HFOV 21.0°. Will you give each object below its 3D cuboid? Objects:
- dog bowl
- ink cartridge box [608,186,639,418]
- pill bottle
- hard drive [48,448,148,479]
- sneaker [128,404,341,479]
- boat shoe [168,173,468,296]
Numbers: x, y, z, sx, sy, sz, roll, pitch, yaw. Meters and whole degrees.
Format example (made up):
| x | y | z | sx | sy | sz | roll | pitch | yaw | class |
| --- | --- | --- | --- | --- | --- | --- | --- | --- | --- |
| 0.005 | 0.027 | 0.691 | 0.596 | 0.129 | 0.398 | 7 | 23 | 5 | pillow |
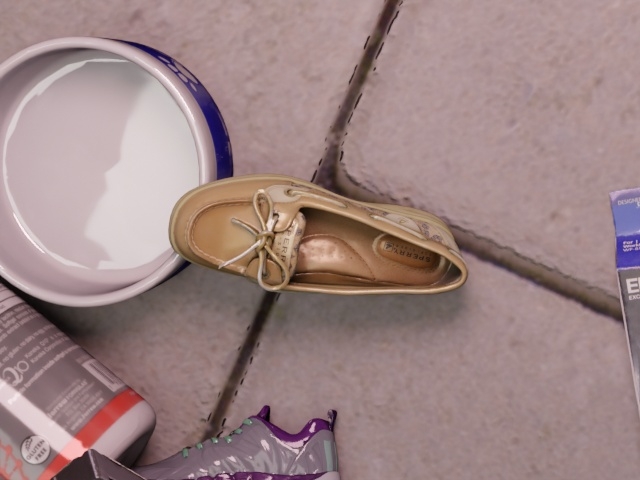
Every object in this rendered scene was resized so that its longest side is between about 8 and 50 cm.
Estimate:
| x | y | z | sx | sy | sz | roll | pitch | yaw | class |
| --- | --- | --- | --- | --- | --- | --- | --- | --- | --- |
| -0.224 | -0.070 | 1.719 | 0.265 | 0.104 | 0.264 | 1 | 97 | 12 | dog bowl |
| 0.375 | 0.105 | 1.631 | 0.165 | 0.065 | 0.332 | -10 | 93 | 14 | ink cartridge box |
| -0.362 | 0.141 | 1.720 | 0.363 | 0.210 | 0.210 | 38 | 103 | 6 | pill bottle |
| -0.256 | 0.361 | 1.640 | 0.339 | 0.064 | 0.237 | -41 | 131 | 13 | hard drive |
| -0.089 | 0.217 | 1.750 | 0.224 | 0.083 | 0.098 | -1 | 78 | 6 | sneaker |
| 0.000 | 0.000 | 1.637 | 0.285 | 0.089 | 0.104 | 4 | 104 | -12 | boat shoe |
